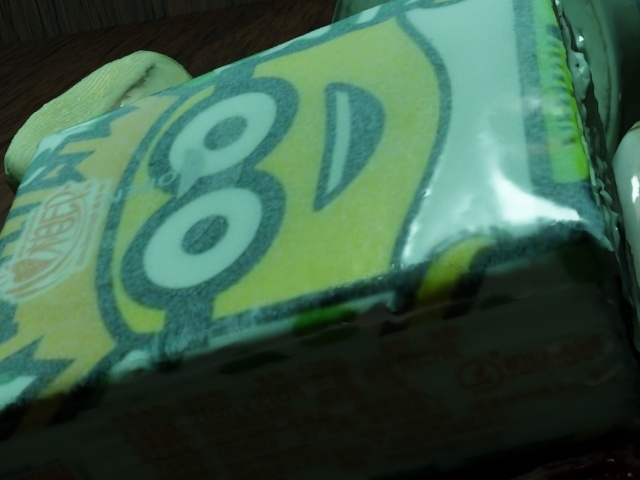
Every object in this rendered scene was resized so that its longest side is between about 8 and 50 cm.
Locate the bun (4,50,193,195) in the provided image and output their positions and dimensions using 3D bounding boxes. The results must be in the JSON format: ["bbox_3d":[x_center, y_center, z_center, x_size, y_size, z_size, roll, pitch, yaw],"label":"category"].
[{"bbox_3d":[-0.197,-0.087,1.127,0.222,0.127,0.222,-28,27,16],"label":"bun"}]

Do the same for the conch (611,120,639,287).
[{"bbox_3d":[0.217,-0.004,0.620,0.255,0.127,0.158,-4,5,19],"label":"conch"}]

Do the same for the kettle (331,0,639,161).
[{"bbox_3d":[0.233,-0.121,0.871,0.342,0.247,0.319,-17,49,-41],"label":"kettle"}]

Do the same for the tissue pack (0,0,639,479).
[{"bbox_3d":[-0.011,0.007,0.567,0.311,0.128,0.228,-17,38,18],"label":"tissue pack"}]

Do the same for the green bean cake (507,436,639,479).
[{"bbox_3d":[0.116,0.126,0.422,0.136,0.056,0.135,-17,18,-17],"label":"green bean cake"}]
